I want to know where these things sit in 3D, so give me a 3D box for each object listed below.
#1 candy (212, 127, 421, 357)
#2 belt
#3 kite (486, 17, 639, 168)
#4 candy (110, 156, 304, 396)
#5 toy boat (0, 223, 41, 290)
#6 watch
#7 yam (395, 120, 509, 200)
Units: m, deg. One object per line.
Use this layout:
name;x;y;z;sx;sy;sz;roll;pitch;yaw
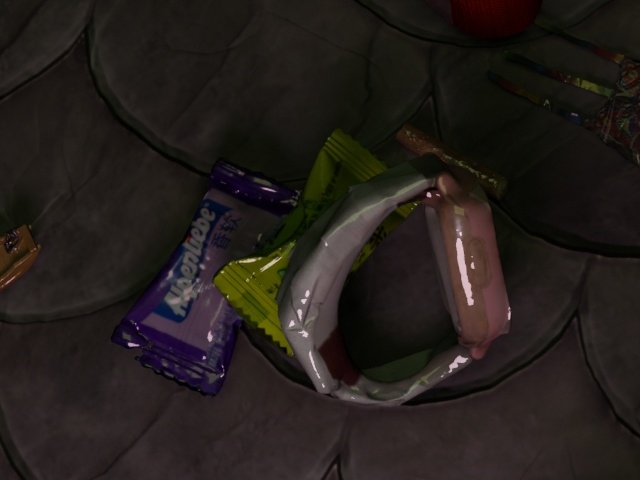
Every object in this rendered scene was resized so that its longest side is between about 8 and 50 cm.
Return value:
candy;0.000;0.000;1.940;0.149;0.069;0.246;44;73;-26
belt;0.170;-0.338;2.012;0.128;0.124;0.201;-39;64;-8
kite;0.332;-0.173;1.998;0.285;0.015;0.152;27;76;14
candy;-0.116;0.036;1.971;0.145;0.070;0.275;26;77;15
toy boat;-0.419;0.044;2.016;0.200;0.077;0.057;-29;69;-1
watch;0.070;0.050;1.870;0.241;0.162;0.253;-13;106;-1
yam;0.151;-0.092;1.992;0.145;0.032;0.032;32;80;19
